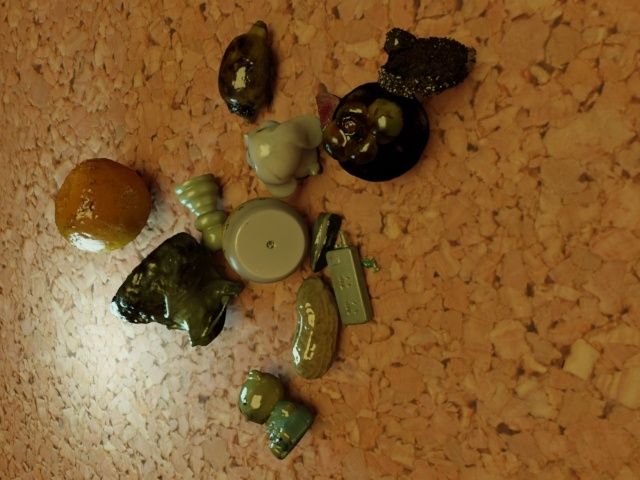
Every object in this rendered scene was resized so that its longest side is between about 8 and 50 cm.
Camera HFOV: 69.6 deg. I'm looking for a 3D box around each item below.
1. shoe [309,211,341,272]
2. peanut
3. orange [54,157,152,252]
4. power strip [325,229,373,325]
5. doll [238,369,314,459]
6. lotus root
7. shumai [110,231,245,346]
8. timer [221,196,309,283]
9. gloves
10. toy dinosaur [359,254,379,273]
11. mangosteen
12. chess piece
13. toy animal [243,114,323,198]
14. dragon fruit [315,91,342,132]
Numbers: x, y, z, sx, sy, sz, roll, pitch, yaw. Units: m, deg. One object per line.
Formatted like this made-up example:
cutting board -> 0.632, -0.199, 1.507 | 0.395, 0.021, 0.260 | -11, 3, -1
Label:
shoe -> -0.001, 0.001, 1.425 | 0.077, 0.074, 0.194 | 25, 104, 35
peanut -> -0.018, 0.267, 1.422 | 0.153, 0.140, 0.325 | 178, 94, -69
orange -> -0.776, -0.121, 1.666 | 0.341, 0.293, 0.340 | -17, 63, 37
power strip -> 0.083, 0.111, 1.390 | 0.093, 0.053, 0.288 | -12, 93, 33
doll -> -0.155, 0.550, 1.505 | 0.261, 0.161, 0.177 | 38, 132, 16
lotus root -> -0.232, -0.529, 1.440 | 0.169, 0.141, 0.314 | 18, 102, 20
shumai -> -0.460, 0.194, 1.542 | 0.395, 0.395, 0.348 | -41, 98, 24
timer -> -0.182, -0.011, 1.440 | 0.285, 0.285, 0.285 | 3, 97, 26
gloves -> 0.256, -0.431, 1.125 | 0.210, 0.312, 0.135 | 24, 125, 13
toy dinosaur -> 0.142, 0.077, 1.384 | 0.083, 0.021, 0.062 | -45, 69, 39
mangosteen -> 0.141, -0.287, 1.199 | 0.288, 0.287, 0.233 | 14, 80, 25
chess piece -> -0.381, -0.085, 1.574 | 0.144, 0.144, 0.251 | -25, 89, 27
toy animal -> -0.105, -0.241, 1.351 | 0.174, 0.289, 0.249 | 31, 129, 19
dragon fruit -> 0.053, -0.369, 1.342 | 0.096, 0.102, 0.147 | -17, 83, 25
